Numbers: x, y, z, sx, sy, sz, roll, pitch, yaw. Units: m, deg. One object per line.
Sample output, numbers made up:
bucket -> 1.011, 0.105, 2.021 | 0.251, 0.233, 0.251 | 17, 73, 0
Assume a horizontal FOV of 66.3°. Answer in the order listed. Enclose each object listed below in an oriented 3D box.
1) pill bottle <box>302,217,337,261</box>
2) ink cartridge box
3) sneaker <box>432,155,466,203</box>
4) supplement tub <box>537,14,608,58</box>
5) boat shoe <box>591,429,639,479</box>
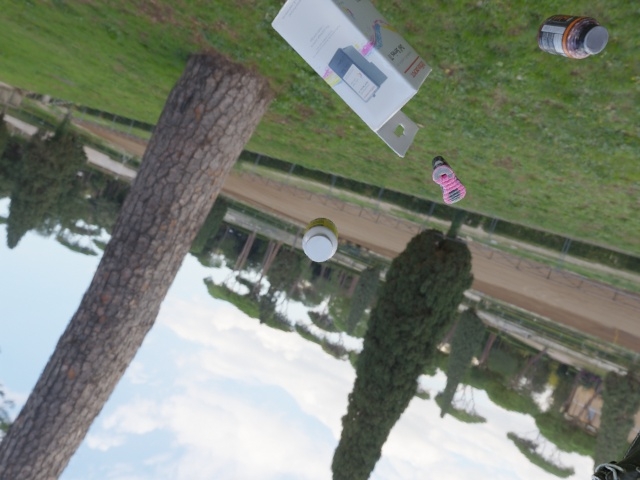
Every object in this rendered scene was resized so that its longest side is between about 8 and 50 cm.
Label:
pill bottle -> 0.000, 0.000, 0.906 | 0.065, 0.065, 0.116 | 23, -165, -4
ink cartridge box -> 0.098, -0.353, 0.967 | 0.353, 0.119, 0.207 | 44, -145, -8
sneaker -> 0.247, -0.121, 0.958 | 0.119, 0.047, 0.057 | 49, -157, -46
supplement tub -> 0.696, -0.562, 1.350 | 0.105, 0.106, 0.198 | 23, -160, -22
boat shoe -> 0.568, 0.469, 0.906 | 0.119, 0.335, 0.121 | 28, 164, 13
